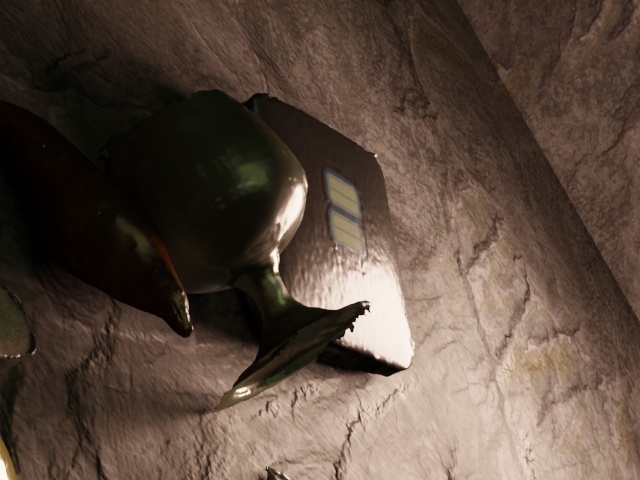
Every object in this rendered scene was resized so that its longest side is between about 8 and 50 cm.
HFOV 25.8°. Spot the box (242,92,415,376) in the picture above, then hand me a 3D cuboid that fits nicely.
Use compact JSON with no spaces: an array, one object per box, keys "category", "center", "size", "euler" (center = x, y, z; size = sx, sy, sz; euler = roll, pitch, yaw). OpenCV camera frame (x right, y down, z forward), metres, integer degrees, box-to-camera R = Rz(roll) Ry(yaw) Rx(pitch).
[{"category":"box","center":[0.000,0.000,1.908],"size":[0.359,0.091,0.350],"euler":[23,51,-51]}]

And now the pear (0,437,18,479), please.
[{"category":"pear","center":[-0.322,0.208,0.843],"size":[0.309,0.309,0.309],"euler":[42,26,-26]}]

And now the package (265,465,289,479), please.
[{"category":"package","center":[-0.044,0.302,1.570],"size":[0.037,0.015,0.110],"euler":[32,30,-30]}]

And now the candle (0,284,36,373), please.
[{"category":"candle","center":[-0.354,0.058,1.253],"size":[0.192,0.068,0.168],"euler":[50,20,-6]}]

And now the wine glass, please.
[{"category":"wine glass","center":[-0.104,0.001,1.610],"size":[0.323,0.238,0.238],"euler":[57,24,14]}]

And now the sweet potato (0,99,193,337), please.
[{"category":"sweet potato","center":[-0.247,-0.016,1.505],"size":[0.359,0.112,0.112],"euler":[45,18,25]}]

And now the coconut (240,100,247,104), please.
[{"category":"coconut","center":[-0.099,-0.159,2.005],"size":[0.088,0.096,0.088],"euler":[0,90,-83]}]
